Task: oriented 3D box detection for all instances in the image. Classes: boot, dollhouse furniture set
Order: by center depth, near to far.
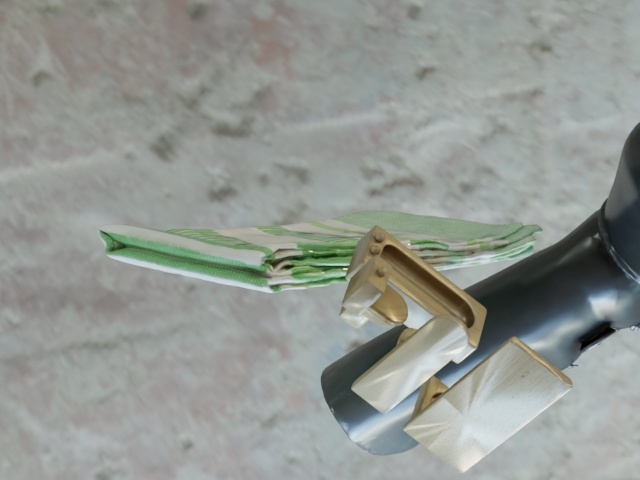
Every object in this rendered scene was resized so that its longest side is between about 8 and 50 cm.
[{"bbox_3d":[0.102,0.052,1.350,0.144,0.151,0.123,38,127,-12],"label":"dollhouse furniture set"},{"bbox_3d":[0.190,0.049,1.701,0.445,0.146,0.367,-26,159,16],"label":"boot"}]

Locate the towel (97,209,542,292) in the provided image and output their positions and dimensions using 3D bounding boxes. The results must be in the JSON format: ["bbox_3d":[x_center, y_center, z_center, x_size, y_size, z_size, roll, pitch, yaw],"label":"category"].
[{"bbox_3d":[0.000,0.000,1.600,0.325,0.248,0.038,-6,99,-41],"label":"towel"}]
